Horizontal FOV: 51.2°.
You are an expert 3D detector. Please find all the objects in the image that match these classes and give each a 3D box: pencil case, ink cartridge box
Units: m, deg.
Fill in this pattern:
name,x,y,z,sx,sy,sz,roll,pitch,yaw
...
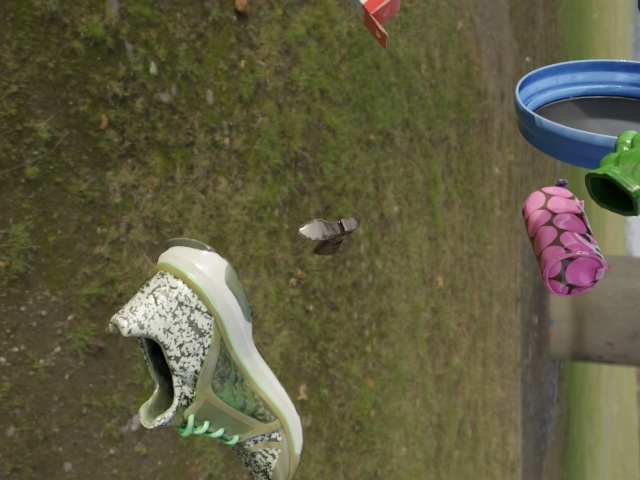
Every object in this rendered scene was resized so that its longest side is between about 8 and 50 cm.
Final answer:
name,x,y,z,sx,sy,sz,roll,pitch,yaw
pencil case,0.371,-0.004,1.019,0.209,0.098,0.095,-79,174,-54
ink cartridge box,0.084,-0.490,1.276,0.231,0.078,0.134,53,6,0

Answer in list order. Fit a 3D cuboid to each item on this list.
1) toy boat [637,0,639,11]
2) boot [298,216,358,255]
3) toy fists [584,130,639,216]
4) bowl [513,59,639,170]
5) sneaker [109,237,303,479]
name,x,y,z,sx,sy,sz,roll,pitch,yaw
toy boat,0.354,-0.288,0.581,0.318,0.148,0.268,-103,174,-68
boot,0.000,0.000,1.107,0.114,0.106,0.037,130,-50,-63
toy fists,0.495,-0.099,0.911,0.096,0.142,0.279,59,-8,-18
bowl,0.554,-0.232,1.225,0.391,0.391,0.077,-55,148,-50
sneaker,-0.164,0.208,0.905,0.182,0.158,0.410,-38,118,-36
